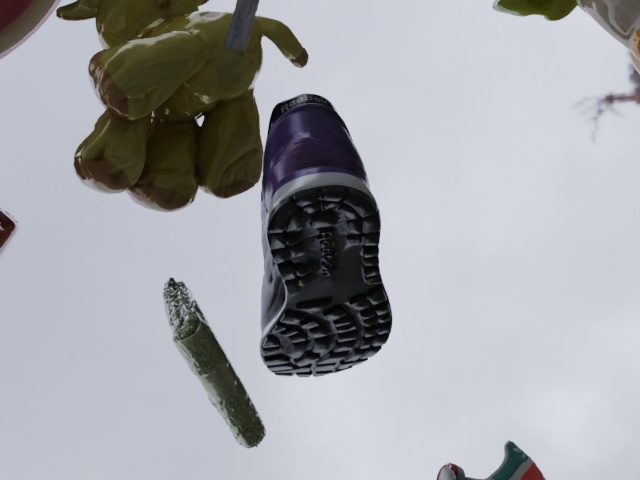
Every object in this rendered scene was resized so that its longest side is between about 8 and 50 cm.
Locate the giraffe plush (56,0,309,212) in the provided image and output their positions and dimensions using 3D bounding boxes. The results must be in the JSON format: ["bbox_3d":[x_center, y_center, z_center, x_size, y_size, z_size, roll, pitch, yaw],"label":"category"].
[{"bbox_3d":[-0.134,-0.149,1.087,0.181,0.170,0.210,16,-70,-43],"label":"giraffe plush"}]

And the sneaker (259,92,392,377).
[{"bbox_3d":[0.000,0.000,1.049,0.107,0.283,0.124,-5,-126,-7],"label":"sneaker"}]

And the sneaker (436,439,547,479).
[{"bbox_3d":[0.095,0.206,0.966,0.075,0.161,0.057,60,-166,9],"label":"sneaker"}]

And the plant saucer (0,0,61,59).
[{"bbox_3d":[-0.338,-0.269,1.127,0.332,0.084,0.332,-22,-45,-24],"label":"plant saucer"}]

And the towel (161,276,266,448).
[{"bbox_3d":[-0.080,0.088,0.960,0.027,0.148,0.110,-30,-73,-5],"label":"towel"}]

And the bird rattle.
[{"bbox_3d":[0.268,-0.162,1.032,0.253,0.207,0.143,28,-66,-33],"label":"bird rattle"}]

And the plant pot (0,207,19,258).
[{"bbox_3d":[-0.408,0.029,1.087,0.265,0.272,0.272,-51,-56,-6],"label":"plant pot"}]
